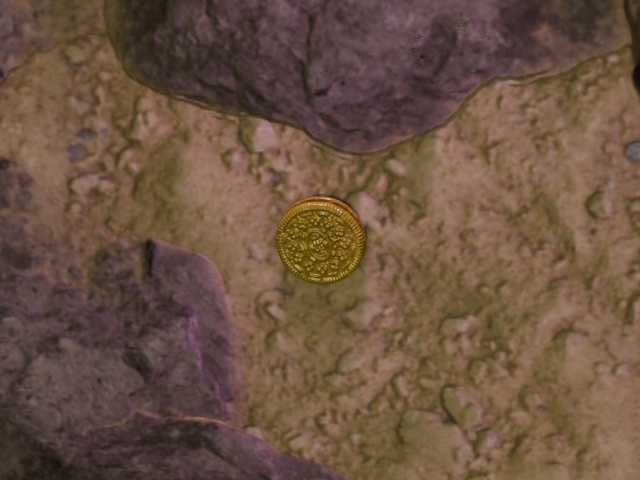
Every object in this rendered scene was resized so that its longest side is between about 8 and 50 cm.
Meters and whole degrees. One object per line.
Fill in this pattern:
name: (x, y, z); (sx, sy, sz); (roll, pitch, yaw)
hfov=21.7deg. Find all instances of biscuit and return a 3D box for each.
biscuit: (0.000, 0.000, 1.529); (0.084, 0.023, 0.084); (4, 117, 8)
